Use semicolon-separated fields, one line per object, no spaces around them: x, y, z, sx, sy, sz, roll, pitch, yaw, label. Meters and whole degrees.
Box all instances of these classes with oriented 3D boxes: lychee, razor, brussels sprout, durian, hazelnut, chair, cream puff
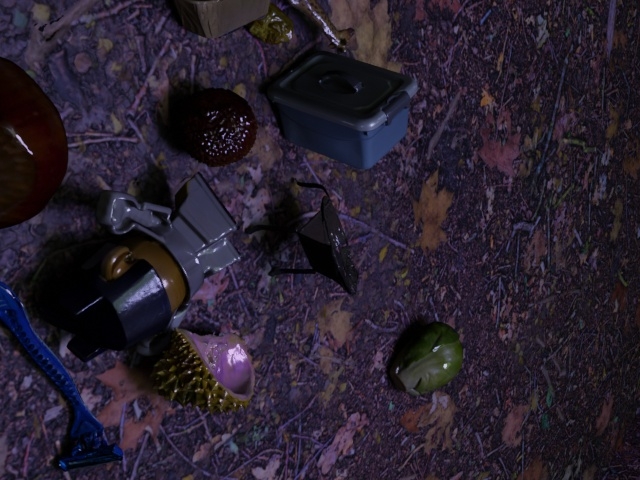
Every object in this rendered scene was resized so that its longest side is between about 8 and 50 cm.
-0.153;-0.167;1.107;0.123;0.123;0.129;-62;146;-17;lychee
-0.373;0.180;1.000;0.056;0.093;0.324;-88;161;-62;razor
0.247;0.265;1.655;0.131;0.145;0.183;54;50;-10;brussels sprout
-0.175;0.202;1.143;0.165;0.182;0.132;19;83;-7;durian
-0.385;-0.103;0.850;0.170;0.160;0.202;2;136;-37;hazelnut
0.000;0.000;1.254;0.149;0.213;0.174;-43;130;-26;chair
-0.085;-0.353;1.187;0.058;0.083;0.083;-44;160;23;cream puff

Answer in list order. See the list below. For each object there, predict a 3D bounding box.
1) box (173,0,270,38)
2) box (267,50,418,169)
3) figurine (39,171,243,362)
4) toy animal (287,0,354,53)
-0.141;-0.371;1.081;0.177;0.111;0.111;-39;127;-36;box
0.038;-0.226;1.236;0.162;0.227;0.130;-44;146;-33;box
-0.246;0.047;1.036;0.308;0.143;0.308;-12;106;-49;figurine
-0.030;-0.432;1.205;0.149;0.054;0.275;-32;110;-35;toy animal
